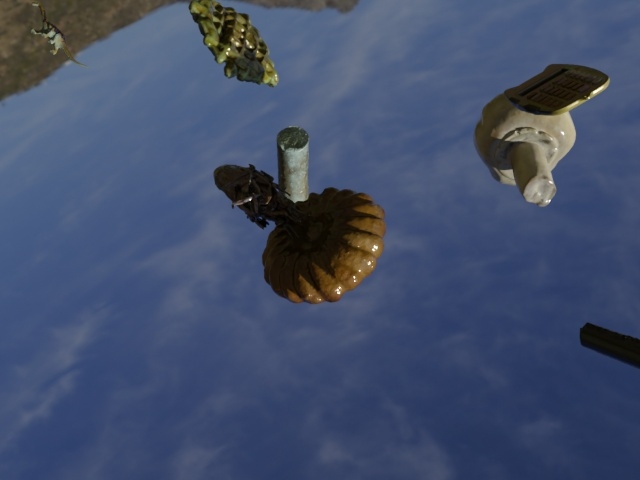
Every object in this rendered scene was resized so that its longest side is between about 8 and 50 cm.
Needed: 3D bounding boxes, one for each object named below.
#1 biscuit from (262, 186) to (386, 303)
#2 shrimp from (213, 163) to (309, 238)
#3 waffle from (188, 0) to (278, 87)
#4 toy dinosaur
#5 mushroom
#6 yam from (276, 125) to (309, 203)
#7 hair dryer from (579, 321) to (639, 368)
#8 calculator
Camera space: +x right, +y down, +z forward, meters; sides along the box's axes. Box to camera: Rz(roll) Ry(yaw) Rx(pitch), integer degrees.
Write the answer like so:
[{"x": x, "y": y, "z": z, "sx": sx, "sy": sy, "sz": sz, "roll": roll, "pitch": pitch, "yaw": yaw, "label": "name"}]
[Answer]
[{"x": 0.000, "y": 0.000, "z": 2.058, "sx": 0.326, "sy": 0.107, "sz": 0.325, "roll": -20, "pitch": -138, "yaw": 19, "label": "biscuit"}, {"x": -0.143, "y": -0.101, "z": 2.088, "sx": 0.116, "sy": 0.145, "sz": 0.343, "roll": -54, "pitch": -133, "yaw": -1, "label": "shrimp"}, {"x": -0.176, "y": -0.422, "z": 1.857, "sx": 0.054, "sy": 0.204, "sz": 0.223, "roll": -37, "pitch": 164, "yaw": 26, "label": "waffle"}, {"x": -0.577, "y": -0.435, "z": 1.908, "sx": 0.058, "sy": 0.180, "sz": 0.037, "roll": -39, "pitch": -168, "yaw": -27, "label": "toy dinosaur"}, {"x": 0.603, "y": -0.261, "z": 2.553, "sx": 0.314, "sy": 0.314, "sz": 0.336, "roll": -20, "pitch": -133, "yaw": 12, "label": "mushroom"}, {"x": -0.075, "y": -0.184, "z": 2.416, "sx": 0.093, "sy": 0.259, "sz": 0.093, "roll": 0, "pitch": -133, "yaw": 0, "label": "yam"}, {"x": 0.584, "y": 0.168, "z": 1.574, "sx": 0.116, "sy": 0.244, "sz": 0.302, "roll": -24, "pitch": -154, "yaw": -33, "label": "hair dryer"}, {"x": 0.463, "y": -0.292, "z": 1.726, "sx": 0.157, "sy": 0.033, "sz": 0.236, "roll": -29, "pitch": -159, "yaw": -4, "label": "calculator"}]
